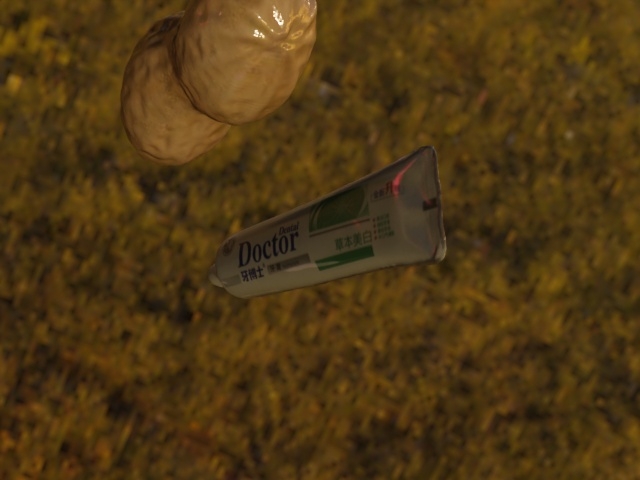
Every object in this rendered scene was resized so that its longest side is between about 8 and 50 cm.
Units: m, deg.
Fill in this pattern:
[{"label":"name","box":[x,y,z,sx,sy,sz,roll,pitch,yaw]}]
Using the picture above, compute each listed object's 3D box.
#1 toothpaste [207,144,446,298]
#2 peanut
[{"label":"toothpaste","box":[0.000,0.000,1.100,0.041,0.218,0.064,4,77,-35]},{"label":"peanut","box":[-0.063,-0.099,1.115,0.082,0.187,0.082,11,69,-30]}]
